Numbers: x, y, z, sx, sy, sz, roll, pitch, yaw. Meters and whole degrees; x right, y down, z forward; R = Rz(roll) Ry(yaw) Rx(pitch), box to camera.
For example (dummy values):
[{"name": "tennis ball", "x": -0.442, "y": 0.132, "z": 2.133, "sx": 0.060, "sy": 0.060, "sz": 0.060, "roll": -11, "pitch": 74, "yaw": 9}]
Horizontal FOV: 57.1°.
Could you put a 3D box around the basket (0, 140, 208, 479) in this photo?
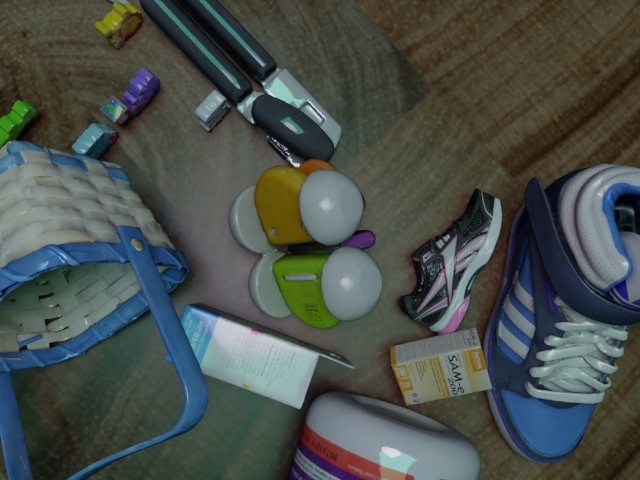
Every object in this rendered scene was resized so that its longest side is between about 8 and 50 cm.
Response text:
[{"name": "basket", "x": -0.237, "y": 0.073, "z": 0.549, "sx": 0.254, "sy": 0.201, "sz": 0.289, "roll": -30, "pitch": 69, "yaw": 24}]

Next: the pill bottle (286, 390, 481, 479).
[{"name": "pill bottle", "x": 0.032, "y": 0.328, "z": 0.581, "sx": 0.181, "sy": 0.181, "sz": 0.323, "roll": 18, "pitch": 84, "yaw": -2}]

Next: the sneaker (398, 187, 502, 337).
[{"name": "sneaker", "x": 0.146, "y": 0.018, "z": 0.673, "sx": 0.077, "sy": 0.072, "sz": 0.178, "roll": 23, "pitch": 83, "yaw": -1}]

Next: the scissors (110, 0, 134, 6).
[{"name": "scissors", "x": -0.348, "y": -0.365, "z": 0.694, "sx": 0.297, "sy": 0.021, "sz": 0.109, "roll": 17, "pitch": 82, "yaw": -1}]

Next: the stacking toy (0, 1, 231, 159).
[{"name": "stacking toy", "x": -0.233, "y": -0.139, "z": 0.672, "sx": 0.167, "sy": 0.052, "sz": 0.221, "roll": 42, "pitch": 86, "yaw": 1}]

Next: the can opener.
[{"name": "can opener", "x": -0.085, "y": -0.197, "z": 0.661, "sx": 0.076, "sy": 0.095, "sz": 0.283, "roll": -45, "pitch": 96, "yaw": -7}]

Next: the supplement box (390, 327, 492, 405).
[{"name": "supplement box", "x": 0.133, "y": 0.141, "z": 0.653, "sx": 0.098, "sy": 0.036, "sz": 0.062, "roll": -16, "pitch": 115, "yaw": 12}]

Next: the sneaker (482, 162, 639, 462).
[{"name": "sneaker", "x": 0.266, "y": 0.084, "z": 0.592, "sx": 0.130, "sy": 0.236, "sz": 0.323, "roll": 7, "pitch": 84, "yaw": -4}]

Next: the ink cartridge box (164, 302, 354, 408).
[{"name": "ink cartridge box", "x": -0.062, "y": 0.126, "z": 0.630, "sx": 0.181, "sy": 0.104, "sz": 0.062, "roll": 20, "pitch": 84, "yaw": -2}]

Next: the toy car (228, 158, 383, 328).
[{"name": "toy car", "x": 0.000, "y": 0.000, "z": 0.638, "sx": 0.136, "sy": 0.159, "sz": 0.182, "roll": -26, "pitch": 105, "yaw": -47}]
